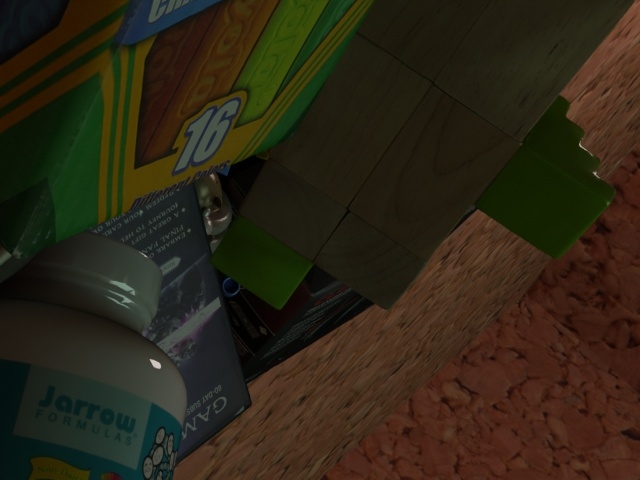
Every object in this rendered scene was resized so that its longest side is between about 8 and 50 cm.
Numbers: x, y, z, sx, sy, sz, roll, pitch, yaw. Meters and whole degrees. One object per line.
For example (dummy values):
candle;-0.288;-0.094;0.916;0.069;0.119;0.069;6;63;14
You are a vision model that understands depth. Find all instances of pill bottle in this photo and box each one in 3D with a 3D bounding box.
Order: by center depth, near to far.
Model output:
pill bottle;-0.149;0.129;0.665;0.146;0.146;0.264;96;3;-68

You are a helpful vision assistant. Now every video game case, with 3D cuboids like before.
video game case;-0.143;0.048;0.801;0.196;0.026;0.274;-36;132;-31

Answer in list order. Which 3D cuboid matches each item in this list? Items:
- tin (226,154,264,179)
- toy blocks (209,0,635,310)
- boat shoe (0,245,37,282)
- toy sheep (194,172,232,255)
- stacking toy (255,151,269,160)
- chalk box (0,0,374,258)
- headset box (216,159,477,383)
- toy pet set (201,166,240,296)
tin;-0.035;-0.097;1.006;0.106;0.040;0.189;-40;166;-11
toy blocks;0.102;-0.148;0.683;0.261;0.191;0.381;-57;-179;-43
boat shoe;-0.105;-0.093;0.647;0.335;0.112;0.095;-52;161;7
toy sheep;-0.110;-0.006;0.938;0.091;0.091;0.132;-29;161;-53
stacking toy;-0.011;-0.131;0.806;0.221;0.052;0.167;23;83;-75
chalk box;-0.050;-0.173;0.439;0.180;0.179;0.289;-29;158;-53
headset box;0.000;0.000;1.079;0.218;0.110;0.293;-30;170;-34
toy pet set;-0.085;-0.034;0.859;0.065;0.122;0.114;-179;-72;-73
